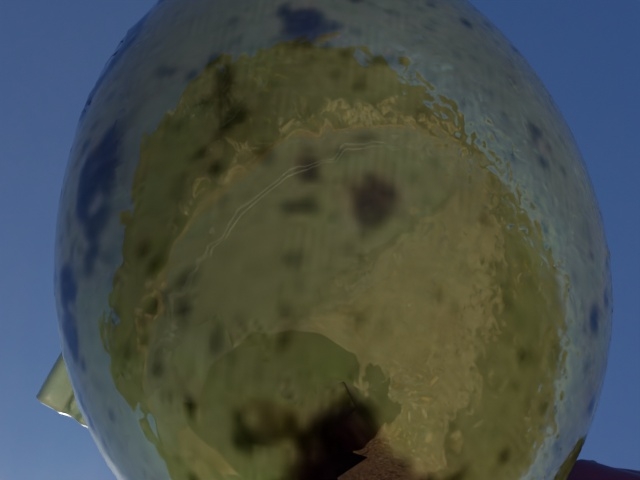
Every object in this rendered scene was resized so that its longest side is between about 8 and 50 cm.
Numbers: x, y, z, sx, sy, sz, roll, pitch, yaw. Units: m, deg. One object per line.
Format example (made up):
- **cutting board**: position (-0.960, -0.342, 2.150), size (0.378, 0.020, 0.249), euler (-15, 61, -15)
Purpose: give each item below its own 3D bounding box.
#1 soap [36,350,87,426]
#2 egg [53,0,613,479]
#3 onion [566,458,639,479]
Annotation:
- **soap**: position (-0.138, 0.069, 0.933), size (0.159, 0.087, 0.266), euler (29, -94, -10)
- **egg**: position (0.000, 0.000, 0.520), size (0.287, 0.379, 0.288), euler (-14, -31, -9)
- **onion**: position (0.289, 0.400, 0.730), size (0.398, 0.420, 0.399), euler (-11, -69, -31)
